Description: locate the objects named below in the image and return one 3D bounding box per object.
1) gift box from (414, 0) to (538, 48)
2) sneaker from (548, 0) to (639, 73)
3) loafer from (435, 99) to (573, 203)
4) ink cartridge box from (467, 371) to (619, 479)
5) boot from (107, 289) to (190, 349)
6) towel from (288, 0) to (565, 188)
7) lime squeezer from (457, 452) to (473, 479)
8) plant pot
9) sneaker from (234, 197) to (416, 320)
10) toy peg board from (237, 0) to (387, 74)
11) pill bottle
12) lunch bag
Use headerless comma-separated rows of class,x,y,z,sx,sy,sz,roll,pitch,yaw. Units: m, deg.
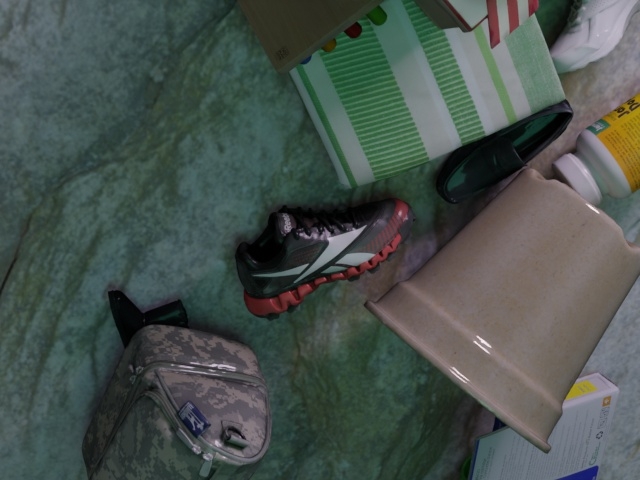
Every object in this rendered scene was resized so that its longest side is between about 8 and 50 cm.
gift box,0.160,-0.373,1.277,0.255,0.258,0.276,42,94,-8
sneaker,0.376,-0.331,1.522,0.232,0.090,0.115,-47,113,1
loafer,0.261,-0.130,1.591,0.223,0.078,0.076,-39,117,7
ink cartridge box,0.338,0.390,1.852,0.307,0.072,0.304,-9,122,-28
boot,-0.243,0.108,1.598,0.099,0.045,0.121,-16,127,-4
towel,0.133,-0.227,1.476,0.324,0.038,0.248,-25,113,3
lime squeezer,0.282,0.410,1.897,0.110,0.059,0.310,-2,117,-14
plant pot,0.286,0.080,1.597,0.334,0.334,0.305,39,90,-29
sneaker,0.000,0.000,1.577,0.276,0.098,0.135,-27,123,1
toy peg board,-0.005,-0.298,1.396,0.160,0.161,0.079,-35,151,14
pill bottle,0.446,-0.134,1.618,0.208,0.117,0.117,-34,121,4
lunch bag,-0.198,0.304,1.569,0.212,0.256,0.305,15,120,-28
